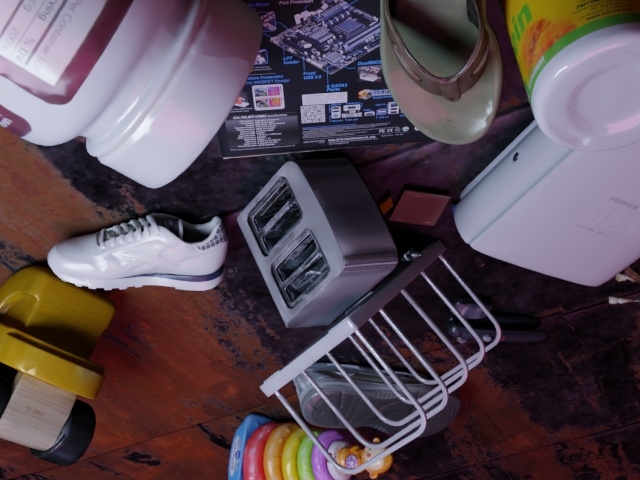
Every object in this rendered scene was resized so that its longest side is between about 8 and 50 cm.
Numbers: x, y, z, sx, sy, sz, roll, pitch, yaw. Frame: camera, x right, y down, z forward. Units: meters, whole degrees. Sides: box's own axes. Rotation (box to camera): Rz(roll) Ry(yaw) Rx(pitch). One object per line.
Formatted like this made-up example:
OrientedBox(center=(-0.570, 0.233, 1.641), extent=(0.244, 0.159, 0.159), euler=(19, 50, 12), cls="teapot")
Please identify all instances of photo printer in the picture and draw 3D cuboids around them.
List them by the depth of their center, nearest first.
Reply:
OrientedBox(center=(0.357, -0.078, 1.133), extent=(0.255, 0.107, 0.307), euler=(17, 137, -26), cls="photo printer")

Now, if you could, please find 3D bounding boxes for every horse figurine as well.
OrientedBox(center=(0.528, 0.060, 1.315), extent=(0.174, 0.066, 0.263), euler=(-8, 174, 36), cls="horse figurine")

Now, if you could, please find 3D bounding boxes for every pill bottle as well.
OrientedBox(center=(-0.255, -0.219, 0.734), extent=(0.392, 0.224, 0.224), euler=(32, 129, -27), cls="pill bottle")
OrientedBox(center=(0.238, -0.213, 0.829), extent=(0.136, 0.246, 0.136), euler=(-3, 142, -3), cls="pill bottle")

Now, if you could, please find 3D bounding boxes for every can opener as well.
OrientedBox(center=(0.282, 0.138, 1.442), extent=(0.186, 0.059, 0.073), euler=(13, 138, -22), cls="can opener")

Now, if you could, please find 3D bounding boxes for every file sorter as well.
OrientedBox(center=(0.097, 0.160, 1.235), extent=(0.173, 0.277, 0.193), euler=(51, 127, 4), cls="file sorter")

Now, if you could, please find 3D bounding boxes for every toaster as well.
OrientedBox(center=(0.000, 0.000, 1.122), extent=(0.110, 0.168, 0.185), euler=(-6, 152, -44), cls="toaster")

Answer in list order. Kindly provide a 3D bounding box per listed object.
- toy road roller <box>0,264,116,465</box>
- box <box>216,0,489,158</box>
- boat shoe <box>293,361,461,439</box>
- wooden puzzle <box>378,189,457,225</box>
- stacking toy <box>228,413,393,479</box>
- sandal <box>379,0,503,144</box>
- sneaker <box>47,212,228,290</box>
OrientedBox(center=(-0.435, 0.158, 1.302), extent=(0.329, 0.241, 0.202), euler=(12, 162, 47), cls="toy road roller")
OrientedBox(center=(0.021, -0.217, 0.938), extent=(0.295, 0.073, 0.293), euler=(-5, 141, 0), cls="box")
OrientedBox(center=(0.102, 0.268, 1.570), extent=(0.320, 0.103, 0.118), euler=(8, 121, -26), cls="boat shoe")
OrientedBox(center=(0.133, -0.046, 1.223), extent=(0.116, 0.014, 0.078), euler=(11, 144, -21), cls="wooden puzzle")
OrientedBox(center=(-0.002, 0.390, 1.581), extent=(0.301, 0.175, 0.165), euler=(-14, 147, 37), cls="stacking toy")
OrientedBox(center=(0.105, -0.196, 0.833), extent=(0.120, 0.086, 0.303), euler=(0, 142, 13), cls="sandal")
OrientedBox(center=(-0.241, 0.006, 1.198), extent=(0.234, 0.090, 0.095), euler=(-1, 130, -12), cls="sneaker")
